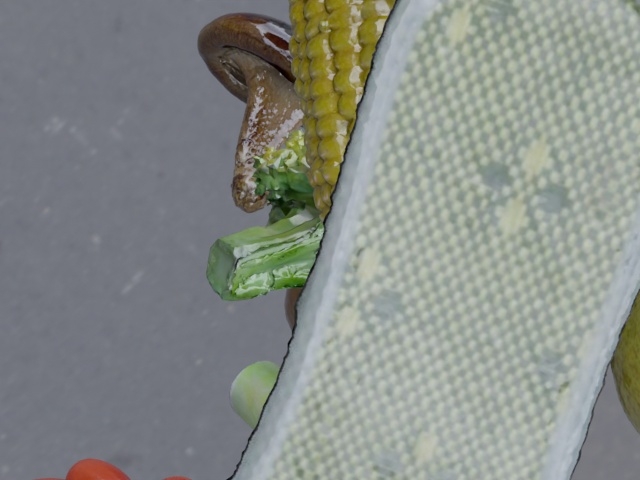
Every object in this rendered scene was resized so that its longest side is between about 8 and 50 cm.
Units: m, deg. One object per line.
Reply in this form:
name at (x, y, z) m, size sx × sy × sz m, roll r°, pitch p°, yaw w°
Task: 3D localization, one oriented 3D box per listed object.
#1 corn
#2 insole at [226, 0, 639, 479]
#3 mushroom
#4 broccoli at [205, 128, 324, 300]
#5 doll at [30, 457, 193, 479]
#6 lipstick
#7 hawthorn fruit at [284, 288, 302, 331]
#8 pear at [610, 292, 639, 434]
corn at (0.044, -0.133, 1.039) m, size 0.130 × 0.130 × 0.347 m, roll 5°, pitch 72°, yaw -37°
insole at (0.020, 0.079, 0.461) m, size 0.109 × 0.322 × 0.007 m, roll 17°, pitch 12°, yaw 1°
mushroom at (-0.065, -0.134, 2.054) m, size 0.227 × 0.148 × 0.217 m, roll 24°, pitch 62°, yaw 9°
broccoli at (0.000, 0.000, 1.423) m, size 0.194 × 0.219 × 0.194 m, roll 12°, pitch 49°, yaw -14°
doll at (-0.244, 0.287, 1.723) m, size 0.161 × 0.290 × 0.130 m, roll 46°, pitch 21°, yaw -46°
lipstick at (0.010, 0.220, 1.896) m, size 0.076 × 0.076 × 0.304 m, roll 7°, pitch 20°, yaw -36°
hawthorn fruit at (0.120, 0.049, 1.893) m, size 0.268 × 0.301 × 0.267 m, roll -31°, pitch 128°, yaw -50°
pear at (0.286, 0.080, 1.217) m, size 0.197 × 0.197 × 0.197 m, roll 20°, pitch 54°, yaw -30°
